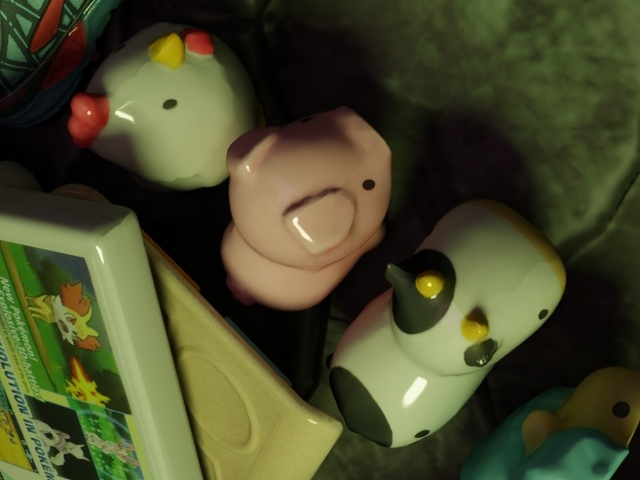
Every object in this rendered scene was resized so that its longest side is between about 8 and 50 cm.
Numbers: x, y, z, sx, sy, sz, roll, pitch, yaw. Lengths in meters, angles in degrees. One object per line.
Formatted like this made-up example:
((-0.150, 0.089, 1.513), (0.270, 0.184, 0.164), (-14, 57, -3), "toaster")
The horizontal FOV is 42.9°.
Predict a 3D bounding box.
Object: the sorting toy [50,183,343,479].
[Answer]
((-0.090, 0.085, 0.499), (0.208, 0.038, 0.193), (39, 138, 14), "sorting toy")

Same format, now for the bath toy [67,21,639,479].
((0.000, 0.000, 0.430), (0.348, 0.129, 0.151), (42, 111, 15), "bath toy")

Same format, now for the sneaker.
((-0.172, -0.178, 0.487), (0.104, 0.125, 0.262), (37, 110, 16), "sneaker")

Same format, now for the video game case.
((-0.210, 0.103, 0.516), (0.299, 0.036, 0.329), (10, 126, 23), "video game case")

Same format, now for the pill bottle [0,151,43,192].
((-0.259, -0.023, 0.549), (0.193, 0.108, 0.108), (30, 108, 7), "pill bottle")
